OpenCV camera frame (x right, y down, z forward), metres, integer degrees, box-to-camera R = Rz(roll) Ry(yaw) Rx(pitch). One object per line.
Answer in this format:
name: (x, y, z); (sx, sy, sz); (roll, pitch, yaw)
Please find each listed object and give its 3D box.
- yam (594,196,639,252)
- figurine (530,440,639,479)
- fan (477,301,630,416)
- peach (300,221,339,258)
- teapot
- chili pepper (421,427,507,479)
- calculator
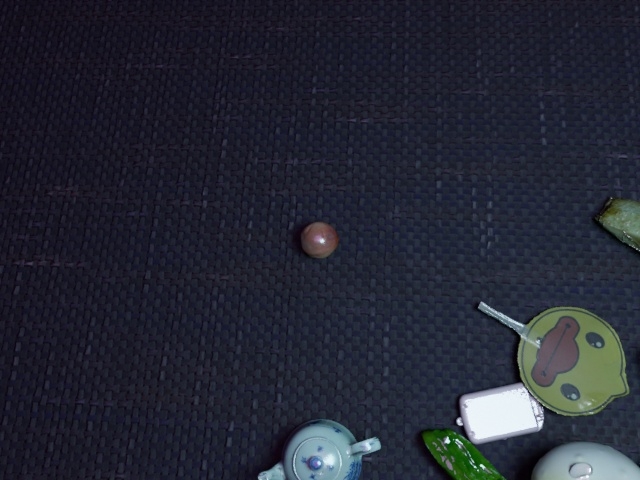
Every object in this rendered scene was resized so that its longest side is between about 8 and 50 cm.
yam: (0.704, -0.003, 1.291); (0.259, 0.106, 0.106); (39, 80, 13)
figurine: (0.482, 0.533, 1.024); (0.275, 0.226, 0.394); (-10, 50, 30)
fan: (0.468, 0.219, 1.268); (0.335, 0.011, 0.229); (30, 69, 11)
peach: (-0.002, -0.001, 1.352); (0.083, 0.083, 0.083); (-1, 73, 4)
teapot: (0.002, 0.417, 1.188); (0.232, 0.159, 0.158); (-17, 72, -1)
chili pepper: (0.301, 0.448, 1.192); (0.257, 0.100, 0.074); (43, 118, 13)
calculator: (0.354, 0.342, 1.243); (0.175, 0.032, 0.100); (-12, 71, 1)
